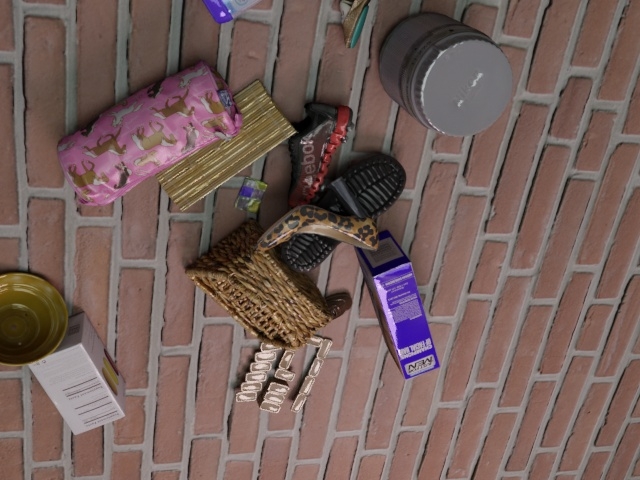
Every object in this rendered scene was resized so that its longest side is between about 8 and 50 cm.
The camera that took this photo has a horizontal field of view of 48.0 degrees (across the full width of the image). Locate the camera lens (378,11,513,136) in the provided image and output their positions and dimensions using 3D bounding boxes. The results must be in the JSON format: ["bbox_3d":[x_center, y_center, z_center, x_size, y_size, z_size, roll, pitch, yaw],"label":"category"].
[{"bbox_3d":[0.259,-0.356,1.532,0.220,0.274,0.219,-6,118,-12],"label":"camera lens"}]

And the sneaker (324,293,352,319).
[{"bbox_3d":[0.002,0.204,1.869,0.189,0.071,0.066,-25,120,-1],"label":"sneaker"}]

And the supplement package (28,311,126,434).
[{"bbox_3d":[-0.583,0.323,1.743,0.134,0.139,0.244,-21,121,-2],"label":"supplement package"}]

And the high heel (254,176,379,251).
[{"bbox_3d":[0.000,0.000,1.601,0.261,0.093,0.186,-35,94,-13],"label":"high heel"}]

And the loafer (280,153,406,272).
[{"bbox_3d":[0.044,-0.073,1.722,0.366,0.130,0.133,-39,96,-7],"label":"loafer"}]

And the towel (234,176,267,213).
[{"bbox_3d":[-0.165,-0.105,1.704,0.060,0.009,0.083,17,111,-21],"label":"towel"}]

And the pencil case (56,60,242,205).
[{"bbox_3d":[-0.358,-0.220,1.511,0.386,0.167,0.160,-28,136,2],"label":"pencil case"}]

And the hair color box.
[{"bbox_3d":[0.194,0.166,1.835,0.110,0.185,0.338,-22,119,-2],"label":"hair color box"}]

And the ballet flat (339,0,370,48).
[{"bbox_3d":[0.081,-0.516,1.535,0.067,0.073,0.206,26,107,4],"label":"ballet flat"}]

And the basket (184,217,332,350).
[{"bbox_3d":[-0.145,0.142,1.719,0.223,0.213,0.299,-38,119,6],"label":"basket"}]

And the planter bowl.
[{"bbox_3d":[-0.699,0.189,1.647,0.217,0.217,0.090,17,152,-22],"label":"planter bowl"}]

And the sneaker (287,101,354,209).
[{"bbox_3d":[-0.032,-0.196,1.644,0.135,0.097,0.276,19,114,-15],"label":"sneaker"}]

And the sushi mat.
[{"bbox_3d":[-0.223,-0.209,1.588,0.317,0.019,0.151,-34,85,4],"label":"sushi mat"}]

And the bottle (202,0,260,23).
[{"bbox_3d":[-0.118,-0.553,1.439,0.283,0.092,0.118,-32,119,3],"label":"bottle"}]

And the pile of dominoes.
[{"bbox_3d":[-0.104,0.347,1.950,0.196,0.040,0.251,21,102,-22],"label":"pile of dominoes"}]
